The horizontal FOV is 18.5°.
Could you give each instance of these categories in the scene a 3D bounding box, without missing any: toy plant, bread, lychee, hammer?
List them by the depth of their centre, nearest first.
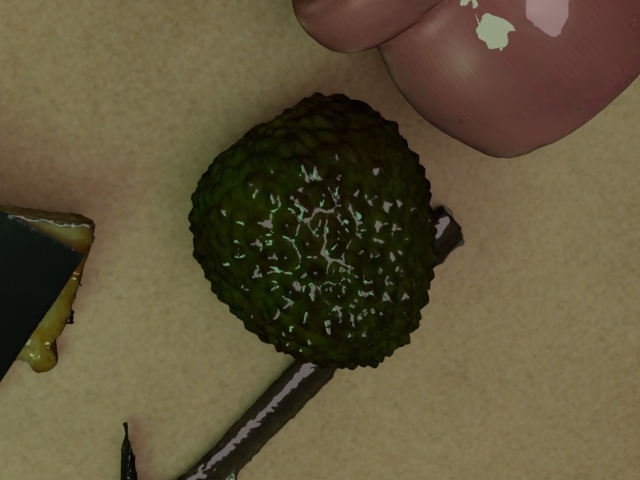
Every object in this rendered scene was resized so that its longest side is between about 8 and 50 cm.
[{"bbox_3d":[0.055,-0.235,1.170,0.356,0.210,0.317,38,57,-13],"label":"toy plant"},{"bbox_3d":[0.000,0.000,1.207,0.171,0.171,0.171,-2,101,-12],"label":"lychee"},{"bbox_3d":[-0.191,0.031,1.214,0.084,0.080,0.109,11,96,-12],"label":"bread"},{"bbox_3d":[-0.012,0.091,1.295,0.297,0.027,0.125,-44,111,-1],"label":"hammer"}]

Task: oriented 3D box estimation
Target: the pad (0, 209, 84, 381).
[{"bbox_3d":[-0.278,0.062,1.199,0.170,0.006,0.245,29,112,-17],"label":"pad"}]
